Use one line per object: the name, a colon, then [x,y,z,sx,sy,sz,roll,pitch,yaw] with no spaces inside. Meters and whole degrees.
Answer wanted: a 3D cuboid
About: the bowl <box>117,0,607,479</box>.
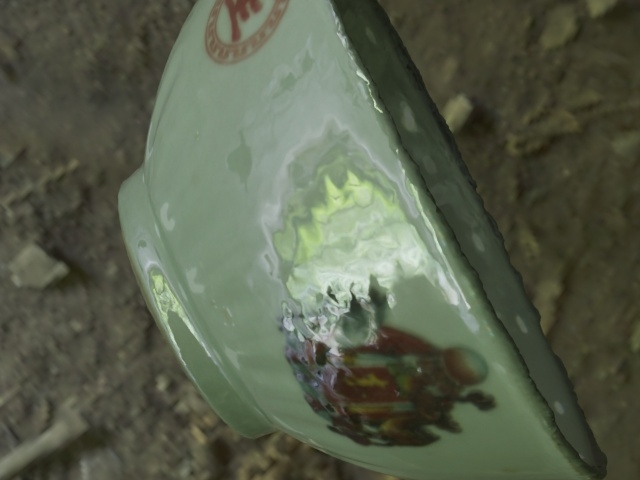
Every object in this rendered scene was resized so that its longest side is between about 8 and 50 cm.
bowl: [0.000,0.000,0.911,0.157,0.337,0.337,-27,128,9]
